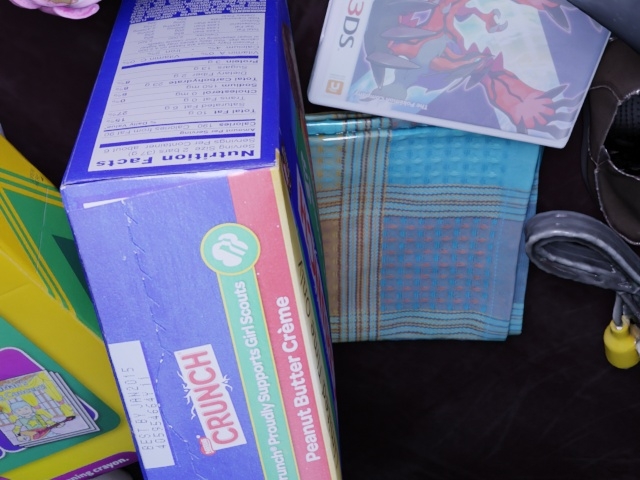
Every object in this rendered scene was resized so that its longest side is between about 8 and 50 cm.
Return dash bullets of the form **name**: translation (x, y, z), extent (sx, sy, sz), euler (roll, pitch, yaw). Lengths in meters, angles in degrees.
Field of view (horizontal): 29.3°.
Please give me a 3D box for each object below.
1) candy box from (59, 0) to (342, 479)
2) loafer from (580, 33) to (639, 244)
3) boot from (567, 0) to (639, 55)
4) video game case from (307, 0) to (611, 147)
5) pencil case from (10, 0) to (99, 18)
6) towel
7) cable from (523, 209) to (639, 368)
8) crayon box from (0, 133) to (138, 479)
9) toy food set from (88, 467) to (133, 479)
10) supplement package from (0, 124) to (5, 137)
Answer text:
- **candy box**: translation (-0.061, -0.001, 0.795), extent (0.122, 0.317, 0.268), euler (-7, 122, 3)
- **loafer**: translation (0.244, -0.065, 0.957), extent (0.080, 0.078, 0.220), euler (-16, 134, 12)
- **boot**: translation (0.298, -0.072, 0.823), extent (0.367, 0.146, 0.445), euler (-51, 136, 10)
- **video game case**: translation (0.107, -0.161, 0.864), extent (0.201, 0.023, 0.183), euler (9, 125, -9)
- **pencil case**: translation (-0.218, -0.289, 0.641), extent (0.167, 0.160, 0.386), euler (-29, 131, 22)
- **towel**: translation (0.000, 0.000, 1.036), extent (0.370, 0.040, 0.271), euler (-3, 135, -1)
- **cable**: translation (0.279, 0.057, 1.053), extent (0.139, 0.072, 0.287), euler (-5, 156, 33)
- **crayon box**: translation (-0.315, 0.085, 0.905), extent (0.363, 0.106, 0.313), euler (-22, 134, 18)
- **toy food set**: translation (-0.368, 0.275, 1.252), extent (0.306, 0.092, 0.220), euler (-34, 128, 28)
- **supplement package**: translation (-0.331, -0.015, 0.949), extent (0.179, 0.105, 0.105), euler (-3, 138, 0)
